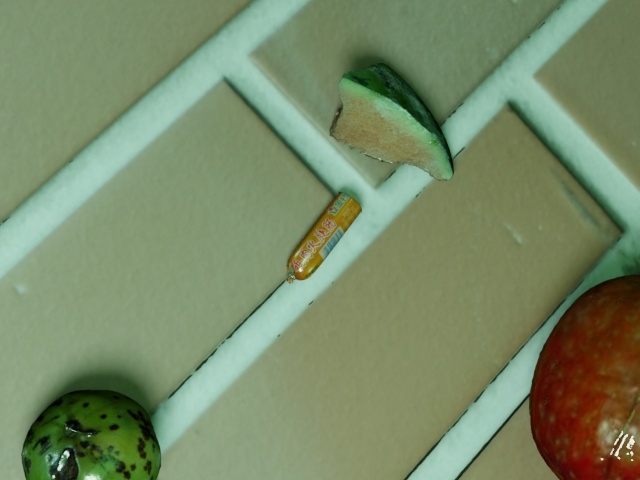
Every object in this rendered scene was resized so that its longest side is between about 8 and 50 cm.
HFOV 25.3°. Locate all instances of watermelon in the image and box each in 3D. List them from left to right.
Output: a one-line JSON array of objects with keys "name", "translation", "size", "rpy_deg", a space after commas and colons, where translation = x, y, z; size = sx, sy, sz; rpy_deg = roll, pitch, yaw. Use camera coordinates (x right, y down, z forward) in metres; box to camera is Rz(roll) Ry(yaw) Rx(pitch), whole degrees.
[{"name": "watermelon", "translation": [0.079, -0.122, 1.434], "size": [0.155, 0.080, 0.101], "rpy_deg": [28, 35, -8]}]

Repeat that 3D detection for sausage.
[{"name": "sausage", "translation": [0.000, 0.000, 1.384], "size": [0.031, 0.031, 0.107], "rpy_deg": [41, 68, -6]}]

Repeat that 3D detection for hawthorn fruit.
[{"name": "hawthorn fruit", "translation": [0.328, 0.157, 1.353], "size": [0.258, 0.258, 0.261], "rpy_deg": [28, 43, -11]}]

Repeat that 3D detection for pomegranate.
[{"name": "pomegranate", "translation": [-0.190, 0.199, 1.242], "size": [0.122, 0.122, 0.161], "rpy_deg": [-50, 134, -21]}]
